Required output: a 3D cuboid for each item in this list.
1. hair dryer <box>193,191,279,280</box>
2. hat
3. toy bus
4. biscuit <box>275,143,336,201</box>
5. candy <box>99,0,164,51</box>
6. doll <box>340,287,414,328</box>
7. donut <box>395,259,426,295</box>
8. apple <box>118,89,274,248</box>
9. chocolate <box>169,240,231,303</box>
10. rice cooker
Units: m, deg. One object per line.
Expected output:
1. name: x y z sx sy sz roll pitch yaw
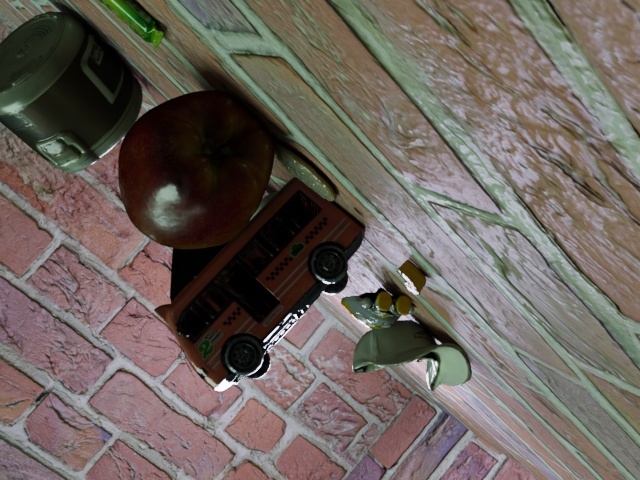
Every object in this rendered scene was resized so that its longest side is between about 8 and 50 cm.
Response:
1. hair dryer: -0.143 0.035 1.920 0.203 0.362 0.128 37 141 34
2. hat: 0.246 0.273 2.209 0.258 0.168 0.301 16 159 -26
3. toy bus: -0.114 0.090 1.735 0.233 0.427 0.203 43 173 9
4. biscuit: -0.027 -0.124 1.588 0.152 0.020 0.152 39 174 5
5. candy: -0.341 -0.401 1.485 0.178 0.032 0.102 42 173 -10
6. doll: 0.151 0.167 2.156 0.316 0.145 0.103 136 121 -77
7. donut: 0.172 0.067 1.647 0.083 0.038 0.067 48 173 -20
8. apple: -0.227 -0.128 1.574 0.288 0.288 0.317 42 157 -9
9. chocolate: -0.174 0.090 2.263 0.331 0.384 0.383 1 -161 -36
10. rice cooker: -0.626 -0.356 2.141 0.335 0.335 0.325 33 169 46
